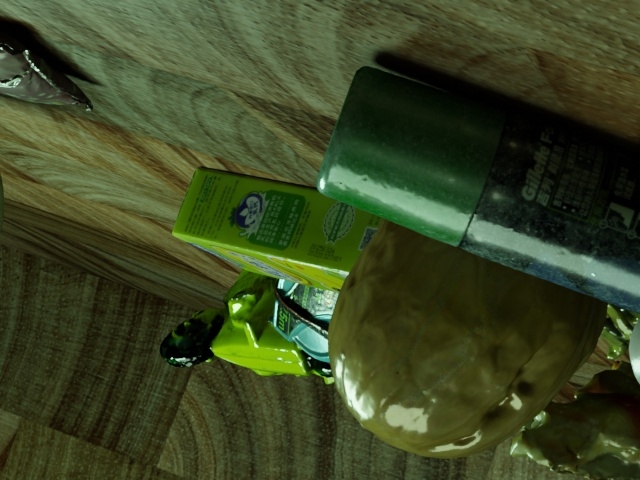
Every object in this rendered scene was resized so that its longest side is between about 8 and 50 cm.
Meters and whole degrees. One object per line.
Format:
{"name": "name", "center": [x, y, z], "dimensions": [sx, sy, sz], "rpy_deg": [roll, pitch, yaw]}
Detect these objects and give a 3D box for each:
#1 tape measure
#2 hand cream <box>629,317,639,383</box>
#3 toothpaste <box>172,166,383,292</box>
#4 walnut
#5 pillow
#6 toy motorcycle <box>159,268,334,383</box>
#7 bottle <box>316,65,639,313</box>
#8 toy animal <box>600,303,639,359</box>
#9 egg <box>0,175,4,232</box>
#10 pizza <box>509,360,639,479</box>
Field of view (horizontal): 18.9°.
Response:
{"name": "tape measure", "center": [0.007, 0.067, 2.126], "dimensions": [0.081, 0.125, 0.146], "rpy_deg": [-18, -138, -41]}
{"name": "hand cream", "center": [0.357, 0.083, 1.525], "dimensions": [0.133, 0.083, 0.248], "rpy_deg": [19, 165, -26]}
{"name": "toothpaste", "center": [0.000, 0.000, 1.838], "dimensions": [0.110, 0.077, 0.327], "rpy_deg": [25, 171, -41]}
{"name": "walnut", "center": [0.103, 0.056, 1.406], "dimensions": [0.195, 0.222, 0.195], "rpy_deg": [37, -167, -10]}
{"name": "pillow", "center": [-0.269, -0.149, 1.603], "dimensions": [0.118, 0.043, 0.185], "rpy_deg": [12, 174, 15]}
{"name": "toy motorcycle", "center": [-0.024, 0.099, 2.319], "dimensions": [0.342, 0.206, 0.142], "rpy_deg": [1, 130, 41]}
{"name": "bottle", "center": [0.164, -0.015, 1.194], "dimensions": [0.330, 0.093, 0.093], "rpy_deg": [20, 173, 0]}
{"name": "toy animal", "center": [0.202, 0.047, 1.673], "dimensions": [0.136, 0.073, 0.181], "rpy_deg": [33, 170, -33]}
{"name": "egg", "center": [-0.440, -0.094, 1.857], "dimensions": [0.337, 0.201, 0.337], "rpy_deg": [23, 180, 0]}
{"name": "pizza", "center": [0.365, 0.179, 1.852], "dimensions": [0.406, 0.130, 0.440], "rpy_deg": [6, -174, -38]}
